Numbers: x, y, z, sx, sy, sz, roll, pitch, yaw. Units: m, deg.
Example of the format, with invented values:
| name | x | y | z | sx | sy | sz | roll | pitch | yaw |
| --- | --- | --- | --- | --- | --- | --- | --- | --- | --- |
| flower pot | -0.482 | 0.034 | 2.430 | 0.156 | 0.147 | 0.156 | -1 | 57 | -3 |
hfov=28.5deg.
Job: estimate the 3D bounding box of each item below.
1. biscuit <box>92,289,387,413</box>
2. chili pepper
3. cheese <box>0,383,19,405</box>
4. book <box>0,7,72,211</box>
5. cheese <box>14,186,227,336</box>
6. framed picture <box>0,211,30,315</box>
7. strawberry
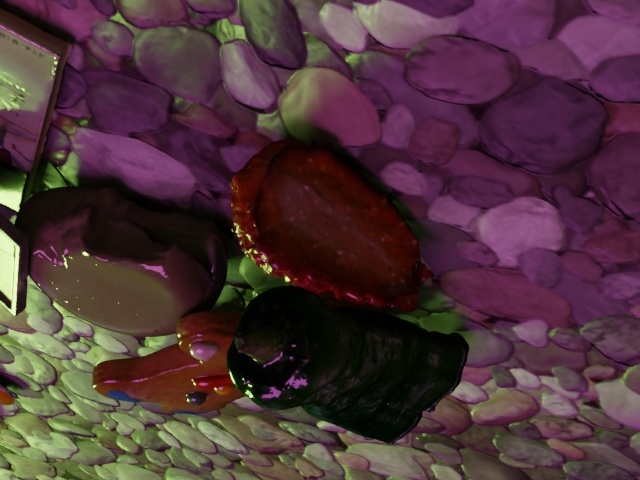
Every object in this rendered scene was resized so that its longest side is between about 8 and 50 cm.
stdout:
| name | x | y | z | sx | sy | sz | roll | pitch | yaw |
| --- | --- | --- | --- | --- | --- | --- | --- | --- | --- |
| biscuit | -0.071 | 0.116 | 1.230 | 0.324 | 0.049 | 0.205 | -24 | 151 | 31 |
| chili pepper | 0.014 | 0.107 | 1.091 | 0.136 | 0.099 | 0.270 | -25 | 151 | 27 |
| cheese | -0.493 | 0.230 | 1.759 | 0.106 | 0.037 | 0.256 | 33 | 145 | -16 |
| book | -0.334 | -0.138 | 1.127 | 0.201 | 0.026 | 0.289 | 29 | 148 | -4 |
| cheese | -0.177 | 0.020 | 1.201 | 0.203 | 0.091 | 0.175 | 2 | 142 | 27 |
| framed picture | -0.354 | -0.028 | 1.204 | 0.203 | 0.015 | 0.150 | 41 | 149 | 10 |
| strawberry | 0.000 | 0.000 | 1.030 | 0.188 | 0.121 | 0.082 | 38 | 151 | -26 |
